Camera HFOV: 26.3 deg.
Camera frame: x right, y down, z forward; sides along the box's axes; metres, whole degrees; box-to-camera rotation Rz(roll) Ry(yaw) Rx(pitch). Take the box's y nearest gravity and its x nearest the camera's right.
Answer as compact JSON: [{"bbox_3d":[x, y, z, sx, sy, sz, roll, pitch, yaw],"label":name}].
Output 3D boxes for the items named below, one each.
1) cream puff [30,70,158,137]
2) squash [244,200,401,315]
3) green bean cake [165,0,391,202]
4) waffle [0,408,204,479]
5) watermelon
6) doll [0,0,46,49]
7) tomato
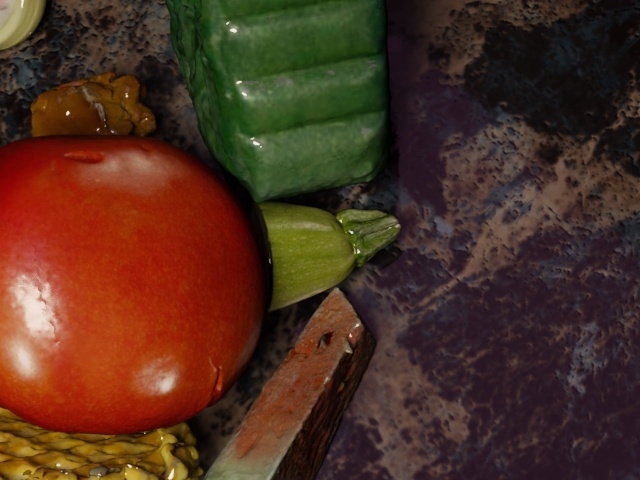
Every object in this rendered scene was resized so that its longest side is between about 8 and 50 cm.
[{"bbox_3d":[-0.209,-0.104,1.277,0.116,0.094,0.122,28,104,14],"label":"cream puff"},{"bbox_3d":[0.004,0.007,1.241,0.132,0.105,0.105,-7,76,-15],"label":"squash"},{"bbox_3d":[-0.053,-0.219,1.213,0.169,0.300,0.308,-12,117,-11],"label":"green bean cake"},{"bbox_3d":[-0.227,0.170,1.112,0.262,0.280,0.060,4,99,-13],"label":"waffle"},{"bbox_3d":[-0.023,0.146,1.190,0.094,0.154,0.241,29,66,11],"label":"watermelon"},{"bbox_3d":[-0.273,-0.290,1.279,0.141,0.117,0.296,38,104,10],"label":"doll"},{"bbox_3d":[-0.191,0.025,1.133,0.299,0.298,0.226,4,104,6],"label":"tomato"}]
